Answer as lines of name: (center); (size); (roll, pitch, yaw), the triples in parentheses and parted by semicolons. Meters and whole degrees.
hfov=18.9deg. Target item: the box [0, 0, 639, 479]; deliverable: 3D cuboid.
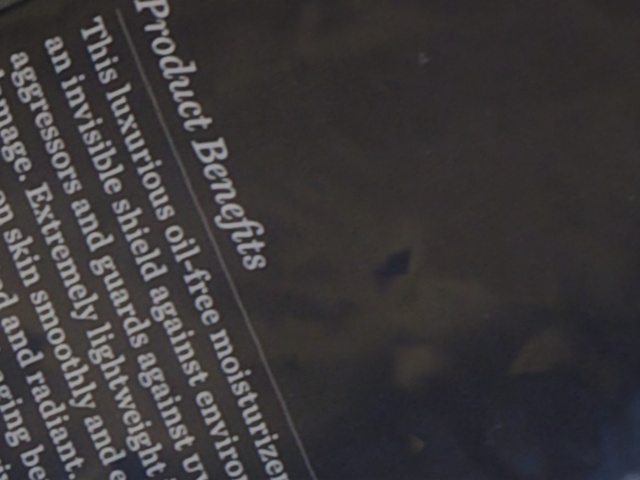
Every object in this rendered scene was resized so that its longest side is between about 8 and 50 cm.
box: (0.000, 0.000, 0.561); (0.294, 0.182, 0.296); (-22, -177, 8)
